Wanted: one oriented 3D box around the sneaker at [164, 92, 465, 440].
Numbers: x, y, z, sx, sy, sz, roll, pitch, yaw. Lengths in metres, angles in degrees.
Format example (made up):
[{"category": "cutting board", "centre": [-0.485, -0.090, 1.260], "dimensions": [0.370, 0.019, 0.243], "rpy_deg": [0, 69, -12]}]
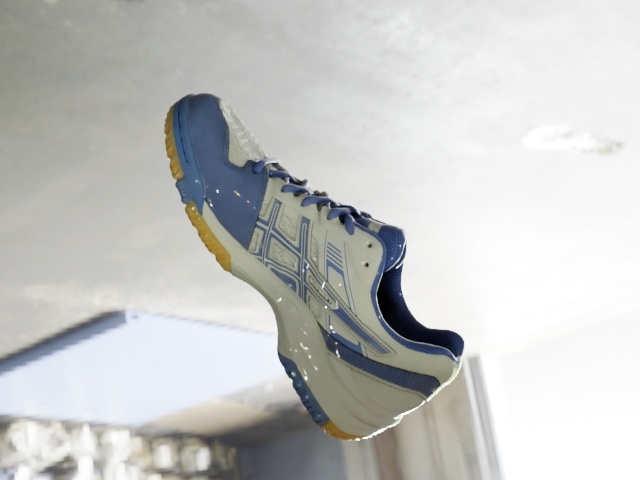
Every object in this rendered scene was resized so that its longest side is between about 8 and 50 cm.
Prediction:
[{"category": "sneaker", "centre": [0.000, 0.000, 0.953], "dimensions": [0.131, 0.296, 0.112], "rpy_deg": [-32, -177, 23]}]
